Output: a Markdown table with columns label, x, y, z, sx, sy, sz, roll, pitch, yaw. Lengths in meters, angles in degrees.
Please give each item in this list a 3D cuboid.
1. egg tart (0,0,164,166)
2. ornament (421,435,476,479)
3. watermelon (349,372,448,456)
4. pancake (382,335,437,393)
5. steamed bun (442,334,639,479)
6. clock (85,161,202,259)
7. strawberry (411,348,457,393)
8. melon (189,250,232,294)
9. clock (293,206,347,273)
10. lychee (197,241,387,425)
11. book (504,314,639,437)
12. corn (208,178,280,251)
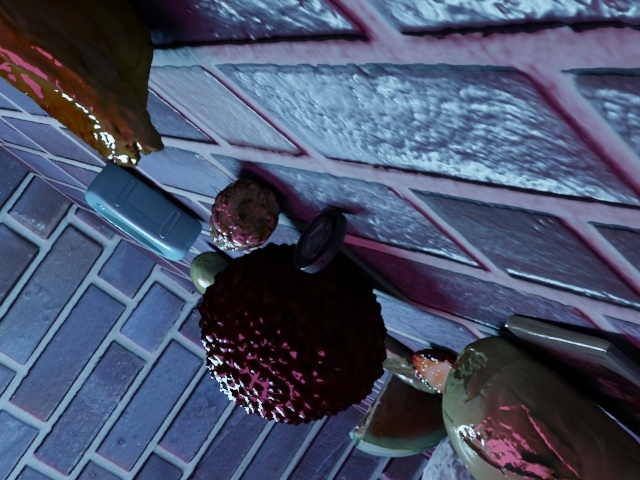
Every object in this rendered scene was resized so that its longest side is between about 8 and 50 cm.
| label | x | y | z | sx | sy | sz | roll | pitch | yaw |
| --- | --- | --- | --- | --- | --- | --- | --- | --- | --- |
| egg tart | -0.267 | -0.204 | 1.042 | 0.319 | 0.128 | 0.319 | 35 | 172 | 5 |
| ornament | 0.306 | 0.464 | 2.025 | 0.225 | 0.259 | 0.259 | 32 | 170 | 8 |
| watermelon | 0.163 | 0.361 | 2.220 | 0.256 | 0.260 | 0.176 | -2 | 132 | 45 |
| pancake | 0.126 | 0.220 | 2.035 | 0.222 | 0.042 | 0.236 | 25 | 167 | 33 |
| steamed bun | 0.244 | 0.235 | 1.292 | 0.232 | 0.166 | 0.273 | 37 | 180 | -11 |
| clock | -0.354 | -0.056 | 2.127 | 0.223 | 0.094 | 0.274 | 37 | 172 | -12 |
| strawberry | 0.198 | 0.208 | 1.750 | 0.104 | 0.048 | 0.152 | 40 | 157 | 7 |
| melon | -0.228 | 0.075 | 2.325 | 0.098 | 0.098 | 0.130 | 26 | 171 | 39 |
| clock | 0.000 | 0.000 | 1.275 | 0.017 | 0.085 | 0.085 | 32 | 172 | -25 |
| lychee | -0.035 | 0.139 | 1.537 | 0.264 | 0.264 | 0.300 | 21 | 151 | 52 |
| book | 0.347 | 0.176 | 1.164 | 0.282 | 0.025 | 0.215 | 38 | 171 | -16 |
| corn | -0.112 | -0.031 | 1.495 | 0.092 | 0.092 | 0.280 | 35 | 172 | -7 |
